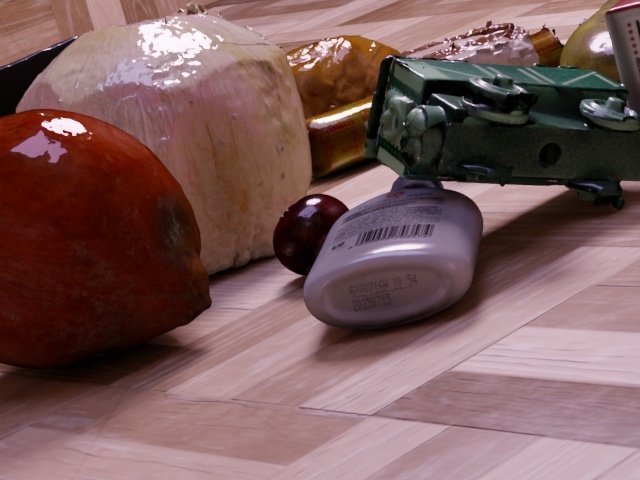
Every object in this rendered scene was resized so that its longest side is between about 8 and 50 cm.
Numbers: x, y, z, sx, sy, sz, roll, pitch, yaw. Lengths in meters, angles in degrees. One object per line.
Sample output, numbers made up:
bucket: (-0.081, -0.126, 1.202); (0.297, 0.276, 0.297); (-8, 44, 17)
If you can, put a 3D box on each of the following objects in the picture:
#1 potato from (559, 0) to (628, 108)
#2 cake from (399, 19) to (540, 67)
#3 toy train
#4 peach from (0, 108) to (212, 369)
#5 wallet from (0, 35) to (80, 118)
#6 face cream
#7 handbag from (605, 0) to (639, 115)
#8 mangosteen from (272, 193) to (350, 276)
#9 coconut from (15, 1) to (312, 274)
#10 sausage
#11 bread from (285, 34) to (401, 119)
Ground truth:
potato: (0.338, -0.201, 2.106); (0.149, 0.113, 0.251); (-3, 26, 20)
cake: (0.169, -0.157, 2.066); (0.135, 0.134, 0.147); (-19, 7, -3)
toy train: (0.180, -0.101, 1.738); (0.269, 0.115, 0.154); (1, 21, -27)
peach: (-0.212, 0.008, 1.700); (0.257, 0.232, 0.232); (28, 33, 21)
wallet: (-0.362, -0.050, 2.033); (0.323, 0.247, 0.041); (-24, 31, -22)
face cream: (0.069, 0.000, 1.686); (0.144, 0.071, 0.291); (-11, 15, 10)
handbag: (0.429, -0.182, 1.796); (0.298, 0.171, 0.151); (-10, 14, 29)
mangosteen: (-0.003, -0.002, 1.782); (0.081, 0.081, 0.081); (-15, 14, 4)
coconut: (-0.157, -0.100, 1.956); (0.297, 0.254, 0.297); (-14, 15, 4)
sausage: (0.118, -0.150, 2.225); (0.371, 0.082, 0.082); (-22, 15, -19)
bread: (0.003, -0.167, 2.310); (0.229, 0.139, 0.143); (-17, 6, -9)
